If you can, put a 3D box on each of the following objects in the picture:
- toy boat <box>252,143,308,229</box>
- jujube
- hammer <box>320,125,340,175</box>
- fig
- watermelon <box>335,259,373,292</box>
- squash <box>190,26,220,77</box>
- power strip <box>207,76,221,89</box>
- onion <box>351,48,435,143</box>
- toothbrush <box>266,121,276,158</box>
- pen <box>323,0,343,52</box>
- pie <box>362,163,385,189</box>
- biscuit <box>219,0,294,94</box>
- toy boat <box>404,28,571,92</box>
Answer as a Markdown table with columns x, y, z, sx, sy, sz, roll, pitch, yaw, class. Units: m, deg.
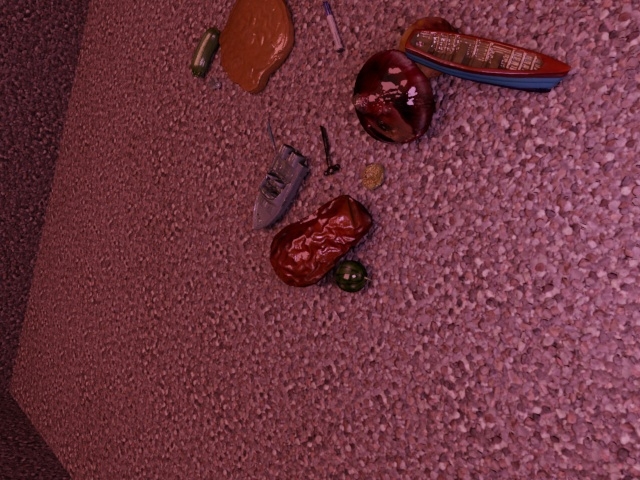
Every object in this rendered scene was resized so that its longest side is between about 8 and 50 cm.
| x | y | z | sx | sy | sz | roll | pitch | yaw | class |
| --- | --- | --- | --- | --- | --- | --- | --- | --- | --- |
| -0.157 | -0.171 | 1.835 | 0.141 | 0.092 | 0.319 | 43 | 114 | 37 | toy boat |
| 0.000 | 0.000 | 1.622 | 0.342 | 0.216 | 0.216 | -35 | 63 | 17 | jujube |
| 0.024 | -0.300 | 1.744 | 0.065 | 0.021 | 0.178 | -22 | 69 | 37 | hammer |
| 0.273 | -0.525 | 1.496 | 0.257 | 0.159 | 0.159 | 1 | 86 | 62 | fig |
| 0.095 | 0.107 | 1.587 | 0.109 | 0.109 | 0.109 | -5 | 82 | 40 | watermelon |
| -0.477 | -0.776 | 2.186 | 0.077 | 0.068 | 0.219 | 35 | 109 | 20 | squash |
| -0.438 | -0.641 | 2.163 | 0.083 | 0.035 | 0.055 | 31 | 105 | 41 | power strip |
| 0.179 | -0.384 | 1.473 | 0.272 | 0.195 | 0.272 | 45 | 150 | 35 | onion |
| -0.176 | -0.357 | 1.922 | 0.011 | 0.014 | 0.167 | -32 | 66 | 43 | toothbrush |
| 0.041 | -0.713 | 1.768 | 0.025 | 0.025 | 0.204 | -28 | 67 | 35 | pen |
| 0.162 | -0.194 | 1.612 | 0.084 | 0.021 | 0.084 | -8 | 77 | 37 | pie |
| -0.255 | -0.771 | 2.002 | 0.365 | 0.062 | 0.385 | -49 | 57 | 27 | biscuit |
| 0.402 | -0.441 | 1.308 | 0.392 | 0.079 | 0.136 | 19 | 58 | 14 | toy boat |
